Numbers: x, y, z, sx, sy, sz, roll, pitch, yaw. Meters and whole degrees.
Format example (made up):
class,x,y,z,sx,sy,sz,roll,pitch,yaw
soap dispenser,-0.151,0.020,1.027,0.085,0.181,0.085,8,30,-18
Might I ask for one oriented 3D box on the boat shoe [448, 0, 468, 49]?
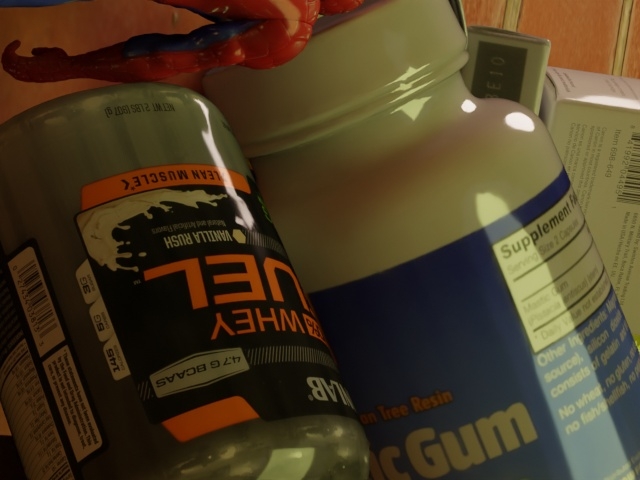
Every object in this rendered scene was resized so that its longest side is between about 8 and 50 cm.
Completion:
class,x,y,z,sx,sy,sz,roll,pitch,yaw
boat shoe,0.050,-0.179,0.911,0.066,0.063,0.184,-56,145,-46

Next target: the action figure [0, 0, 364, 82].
class,x,y,z,sx,sy,sz,roll,pitch,yaw
action figure,-0.107,-0.106,0.561,0.280,0.139,0.091,3,86,-43

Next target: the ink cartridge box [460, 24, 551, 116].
class,x,y,z,sx,sy,sz,roll,pitch,yaw
ink cartridge box,0.089,0.019,1.067,0.239,0.060,0.275,106,-6,-83

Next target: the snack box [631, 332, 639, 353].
class,x,y,z,sx,sy,sz,roll,pitch,yaw
snack box,0.070,0.116,0.887,0.070,0.207,0.174,165,-62,-69

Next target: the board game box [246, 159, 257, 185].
class,x,y,z,sx,sy,sz,roll,pitch,yaw
board game box,0.000,0.000,0.794,0.141,0.048,0.170,26,70,-32

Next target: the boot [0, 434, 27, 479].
class,x,y,z,sx,sy,sz,roll,pitch,yaw
boot,-0.102,0.119,0.620,0.305,0.112,0.115,-11,96,-63

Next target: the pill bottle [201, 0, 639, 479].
class,x,y,z,sx,sy,sz,roll,pitch,yaw
pill bottle,0.050,0.031,0.702,0.152,0.152,0.272,-40,109,-57

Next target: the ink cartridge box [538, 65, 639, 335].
class,x,y,z,sx,sy,sz,roll,pitch,yaw
ink cartridge box,0.238,-0.018,1.050,0.092,0.218,0.158,-92,-169,-68

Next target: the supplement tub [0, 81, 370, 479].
class,x,y,z,sx,sy,sz,roll,pitch,yaw
supplement tub,-0.056,0.048,0.570,0.190,0.117,0.117,65,13,24
